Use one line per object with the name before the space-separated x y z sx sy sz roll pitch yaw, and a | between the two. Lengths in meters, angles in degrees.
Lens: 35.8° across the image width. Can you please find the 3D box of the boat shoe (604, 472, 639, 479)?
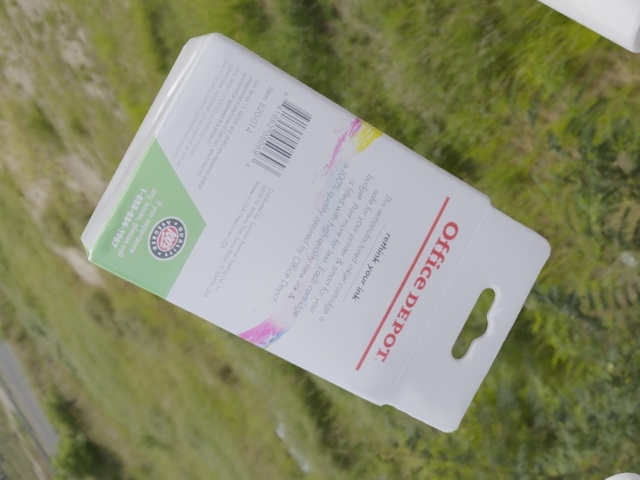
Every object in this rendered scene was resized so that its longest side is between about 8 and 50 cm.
boat shoe | 0.170 0.240 0.676 0.066 0.184 0.063 49 -175 -21

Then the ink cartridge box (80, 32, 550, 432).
ink cartridge box | 0.000 0.000 0.858 0.353 0.207 0.119 30 178 -19

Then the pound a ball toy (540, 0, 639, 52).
pound a ball toy | 0.092 -0.233 0.666 0.319 0.208 0.136 36 148 25
